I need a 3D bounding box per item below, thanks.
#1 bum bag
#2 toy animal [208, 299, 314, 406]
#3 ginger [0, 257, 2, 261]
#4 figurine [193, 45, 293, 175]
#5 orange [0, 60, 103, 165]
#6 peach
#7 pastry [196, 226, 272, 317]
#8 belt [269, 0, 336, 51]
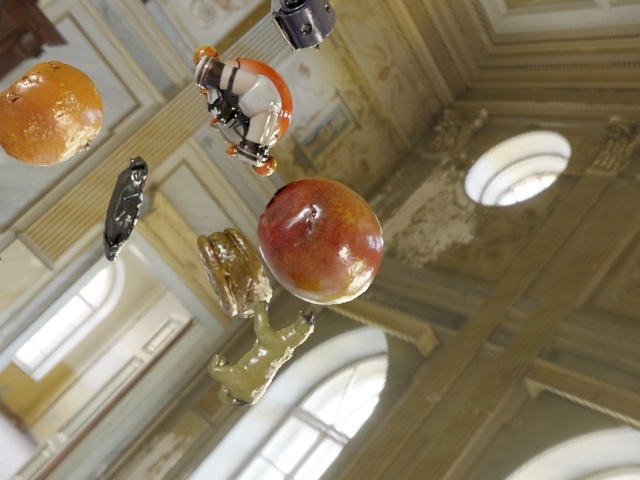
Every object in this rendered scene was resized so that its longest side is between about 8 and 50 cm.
[{"bbox_3d":[-0.585,-0.094,2.314,0.079,0.326,0.142,21,-10,-38],"label":"bum bag"},{"bbox_3d":[-0.099,0.200,1.340,0.101,0.219,0.103,32,-11,37],"label":"toy animal"},{"bbox_3d":[-0.674,-0.038,1.352,0.263,0.109,0.116,49,18,-4],"label":"ginger"},{"bbox_3d":[-0.164,-0.306,1.750,0.320,0.196,0.323,63,5,-13],"label":"figurine"},{"bbox_3d":[-0.469,-0.214,1.337,0.161,0.193,0.193,54,-21,-10],"label":"orange"},{"bbox_3d":[0.000,0.000,1.395,0.231,0.231,0.231,38,-20,16],"label":"peach"},{"bbox_3d":[-0.219,0.082,1.978,0.235,0.132,0.240,141,-73,-78],"label":"pastry"},{"bbox_3d":[-0.038,-0.551,1.890,0.230,0.139,0.126,-97,160,-52],"label":"belt"}]
